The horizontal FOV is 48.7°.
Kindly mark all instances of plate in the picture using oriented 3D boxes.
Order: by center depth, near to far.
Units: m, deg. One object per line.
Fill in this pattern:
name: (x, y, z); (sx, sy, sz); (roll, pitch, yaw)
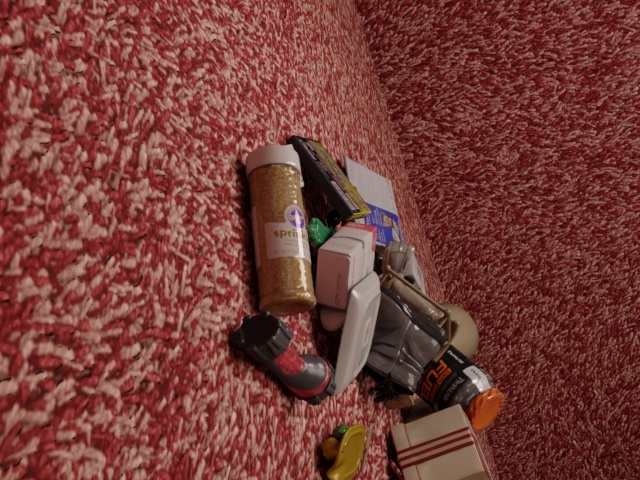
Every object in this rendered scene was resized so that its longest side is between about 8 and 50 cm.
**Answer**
plate: (0.101, 0.235, 1.810); (0.277, 0.045, 0.278); (-27, 129, -74)

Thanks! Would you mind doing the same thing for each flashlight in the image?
flashlight: (-0.057, 0.230, 1.382); (0.103, 0.103, 0.304); (-59, 149, -19)

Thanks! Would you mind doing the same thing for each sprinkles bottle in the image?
sprinkles bottle: (-0.087, -0.023, 1.495); (0.121, 0.121, 0.355); (43, 36, -61)

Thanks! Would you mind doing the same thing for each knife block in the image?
knife block: (0.210, 0.388, 2.159); (0.276, 0.088, 0.242); (-82, 153, -52)

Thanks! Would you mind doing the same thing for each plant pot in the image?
plant pot: (0.431, 0.390, 2.673); (0.274, 0.256, 0.257); (-15, 90, -58)

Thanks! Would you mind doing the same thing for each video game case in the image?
video game case: (0.030, -0.175, 2.000); (0.275, 0.035, 0.248); (54, 15, 7)

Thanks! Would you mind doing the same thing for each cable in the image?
cable: (0.063, 0.000, 2.019); (0.150, 0.047, 0.184); (45, -27, 39)

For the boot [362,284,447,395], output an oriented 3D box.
boot: (0.170, 0.268, 2.004); (0.223, 0.338, 0.118); (-50, 159, -20)

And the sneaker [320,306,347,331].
sneaker: (0.049, 0.195, 1.847); (0.212, 0.080, 0.094); (-66, 153, -65)

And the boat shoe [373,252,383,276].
boat shoe: (0.201, 0.074, 2.477); (0.152, 0.049, 0.056); (-84, 156, -48)

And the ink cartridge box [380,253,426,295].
ink cartridge box: (0.305, 0.135, 2.628); (0.176, 0.128, 0.127); (58, 23, -47)

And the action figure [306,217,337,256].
action figure: (0.000, 0.000, 1.860); (0.232, 0.063, 0.137); (46, 34, -66)

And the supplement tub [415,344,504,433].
supplement tub: (0.424, 0.467, 2.332); (0.338, 0.207, 0.207); (37, -11, 40)

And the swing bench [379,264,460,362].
swing bench: (0.289, 0.233, 2.225); (0.253, 0.165, 0.254); (38, 2, 26)

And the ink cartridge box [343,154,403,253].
ink cartridge box: (0.168, -0.111, 2.462); (0.307, 0.072, 0.304); (18, 57, -48)

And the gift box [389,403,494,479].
gift box: (0.351, 0.654, 2.100); (0.276, 0.258, 0.255); (-105, 168, -49)

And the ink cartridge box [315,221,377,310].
ink cartridge box: (0.067, 0.063, 1.828); (0.218, 0.092, 0.159); (-45, 142, -61)

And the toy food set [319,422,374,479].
toy food set: (0.048, 0.475, 1.610); (0.218, 0.071, 0.128); (24, 77, -67)

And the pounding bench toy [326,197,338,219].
pounding bench toy: (0.046, -0.115, 2.131); (0.065, 0.052, 0.083); (-84, 154, -51)

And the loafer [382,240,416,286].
loafer: (0.269, 0.150, 2.415); (0.112, 0.111, 0.319); (-63, 155, -54)

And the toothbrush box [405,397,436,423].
toothbrush box: (0.400, 0.705, 2.446); (0.206, 0.122, 0.283); (-27, 100, -73)

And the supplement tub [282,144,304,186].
supplement tub: (-0.086, -0.173, 1.718); (0.071, 0.071, 0.107); (-25, 100, -73)
